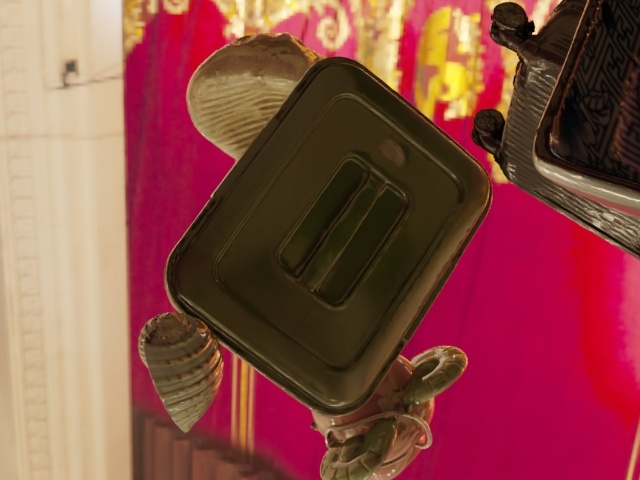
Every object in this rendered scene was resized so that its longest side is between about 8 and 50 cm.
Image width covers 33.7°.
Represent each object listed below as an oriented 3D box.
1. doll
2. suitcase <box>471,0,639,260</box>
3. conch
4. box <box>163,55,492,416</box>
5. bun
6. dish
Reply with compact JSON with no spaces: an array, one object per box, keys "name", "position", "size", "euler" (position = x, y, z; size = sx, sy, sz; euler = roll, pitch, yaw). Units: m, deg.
[{"name":"doll","position":[0.103,0.274,1.625],"size":[0.284,0.216,0.268],"euler":[-46,-169,-17]},{"name":"suitcase","position":[0.274,-0.077,0.812],"size":[0.312,0.202,0.128],"euler":[35,-111,18]},{"name":"conch","position":[-0.096,0.092,0.763],"size":[0.057,0.085,0.076],"euler":[-26,-155,6]},{"name":"box","position":[0.000,0.000,1.144],"size":[0.253,0.328,0.178],"euler":[38,164,-9]},{"name":"bun","position":[-0.068,-0.203,1.481],"size":[0.231,0.231,0.133],"euler":[7,-130,8]},{"name":"dish","position":[0.233,-0.084,0.615],"size":[0.182,0.080,0.243],"euler":[19,-124,12]}]
